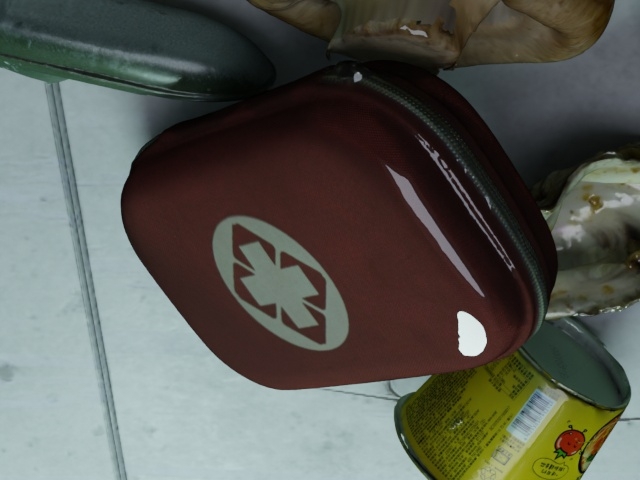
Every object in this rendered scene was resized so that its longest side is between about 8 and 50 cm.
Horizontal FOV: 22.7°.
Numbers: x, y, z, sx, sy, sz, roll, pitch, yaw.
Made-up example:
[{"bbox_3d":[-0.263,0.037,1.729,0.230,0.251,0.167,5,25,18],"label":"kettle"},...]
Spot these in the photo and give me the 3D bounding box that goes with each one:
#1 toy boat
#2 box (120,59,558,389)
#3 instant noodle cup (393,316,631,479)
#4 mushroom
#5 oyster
[{"bbox_3d":[-0.164,-0.154,1.282,0.261,0.078,0.085,10,149,0],"label":"toy boat"},{"bbox_3d":[0.000,0.000,1.240,0.404,0.108,0.263,-14,117,53],"label":"box"},{"bbox_3d":[0.178,0.147,1.403,0.182,0.182,0.144,29,114,-14],"label":"instant noodle cup"},{"bbox_3d":[0.076,-0.195,1.150,0.278,0.146,0.278,9,167,2],"label":"mushroom"},{"bbox_3d":[0.233,-0.002,1.328,0.341,0.110,0.166,-22,113,16],"label":"oyster"}]
